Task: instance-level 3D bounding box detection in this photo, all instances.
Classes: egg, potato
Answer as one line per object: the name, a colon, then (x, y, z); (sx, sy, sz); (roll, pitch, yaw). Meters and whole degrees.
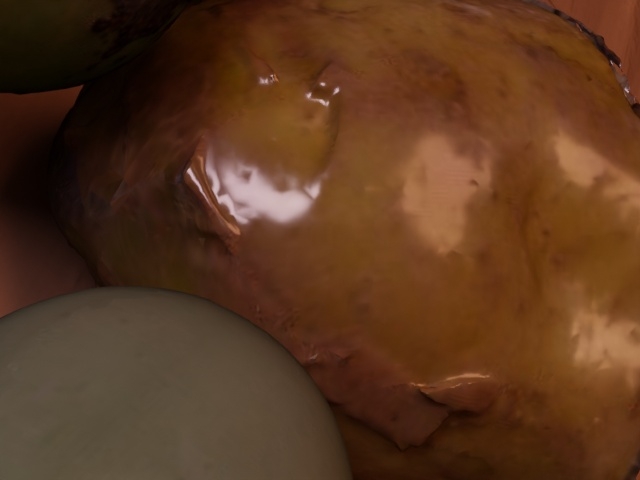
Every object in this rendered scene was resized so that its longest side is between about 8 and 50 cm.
egg: (-0.092, 0.130, 0.703); (0.203, 0.203, 0.283); (56, 35, -10)
potato: (0.000, 0.000, 0.890); (0.237, 0.288, 0.301); (9, 96, -42)

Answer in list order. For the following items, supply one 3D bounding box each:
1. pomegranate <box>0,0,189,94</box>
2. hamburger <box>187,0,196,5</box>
pomegranate: (-0.155, -0.224, 0.747); (0.285, 0.341, 0.285); (7, 56, -11)
hamburger: (-0.044, -0.214, 1.088); (0.309, 0.132, 0.211); (20, 51, -47)
